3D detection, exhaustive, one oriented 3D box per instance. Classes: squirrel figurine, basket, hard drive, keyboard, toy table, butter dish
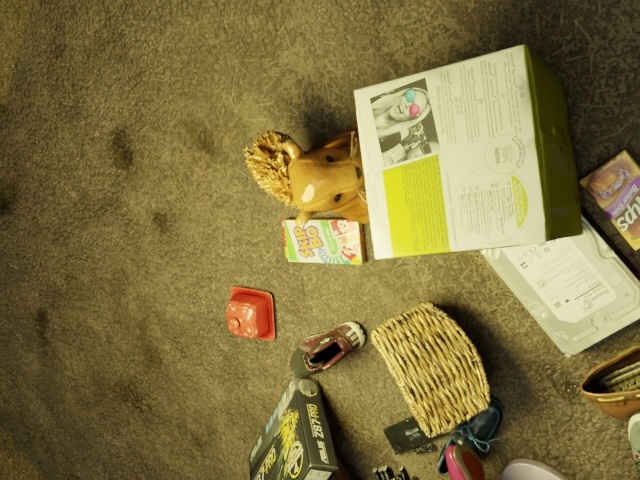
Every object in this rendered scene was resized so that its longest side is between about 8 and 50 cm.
[{"bbox_3d":[0.008,-0.142,1.401,0.397,0.370,0.280,0,104,31],"label":"squirrel figurine"},{"bbox_3d":[0.284,0.315,1.506,0.214,0.223,0.299,-29,74,0],"label":"basket"},{"bbox_3d":[0.542,0.066,1.332,0.237,0.064,0.339,-42,82,32],"label":"hard drive"},{"bbox_3d":[0.266,0.542,1.653,0.180,0.023,0.108,-37,78,33],"label":"keyboard"},{"bbox_3d":[0.549,0.685,1.445,0.274,0.161,0.252,32,118,18],"label":"toy table"},{"bbox_3d":[-0.230,0.234,1.799,0.160,0.118,0.160,7,107,28],"label":"butter dish"}]

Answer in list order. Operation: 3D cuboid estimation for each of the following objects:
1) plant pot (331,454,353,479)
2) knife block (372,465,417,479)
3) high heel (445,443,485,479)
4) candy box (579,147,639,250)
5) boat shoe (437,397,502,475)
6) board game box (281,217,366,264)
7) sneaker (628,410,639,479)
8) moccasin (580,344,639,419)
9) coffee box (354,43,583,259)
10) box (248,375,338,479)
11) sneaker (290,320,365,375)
[{"bbox_3d":[0.030,0.736,1.773,0.167,0.167,0.165,-39,74,32],"label":"plant pot"},{"bbox_3d":[0.224,0.794,1.710,0.242,0.088,0.275,26,116,23],"label":"knife block"},{"bbox_3d":[0.343,0.651,1.511,0.181,0.127,0.377,-17,119,25],"label":"high heel"},{"bbox_3d":[0.643,-0.086,1.235,0.109,0.053,0.186,-41,83,31],"label":"candy box"},{"bbox_3d":[0.388,0.520,1.533,0.109,0.089,0.258,30,117,20],"label":"boat shoe"},{"bbox_3d":[0.000,0.000,1.650,0.260,0.039,0.124,2,104,33],"label":"board game box"},{"bbox_3d":[0.708,0.519,1.249,0.124,0.178,0.295,-11,115,35],"label":"sneaker"},{"bbox_3d":[0.715,0.240,1.224,0.147,0.139,0.380,30,134,-25],"label":"moccasin"},{"bbox_3d":[0.308,-0.149,1.194,0.335,0.338,0.338,-7,88,33],"label":"coffee box"},{"bbox_3d":[-0.094,0.648,1.740,0.097,0.318,0.394,16,120,-20],"label":"box"},{"bbox_3d":[-0.016,0.324,1.672,0.281,0.162,0.106,-38,83,32],"label":"sneaker"}]
